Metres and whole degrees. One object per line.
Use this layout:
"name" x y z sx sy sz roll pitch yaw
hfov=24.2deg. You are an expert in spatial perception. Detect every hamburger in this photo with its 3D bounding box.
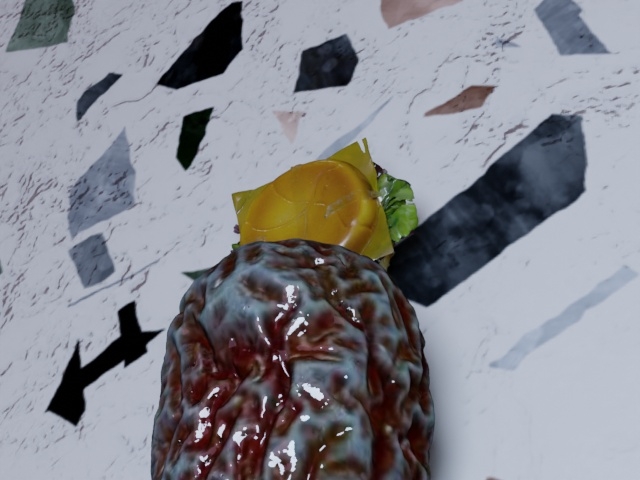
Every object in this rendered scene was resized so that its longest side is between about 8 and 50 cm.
"hamburger" 0.003 0.001 1.344 0.189 0.093 0.164 -16 51 24

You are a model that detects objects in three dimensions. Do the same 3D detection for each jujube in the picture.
"jujube" -0.022 0.154 1.155 0.226 0.226 0.317 -18 47 21
